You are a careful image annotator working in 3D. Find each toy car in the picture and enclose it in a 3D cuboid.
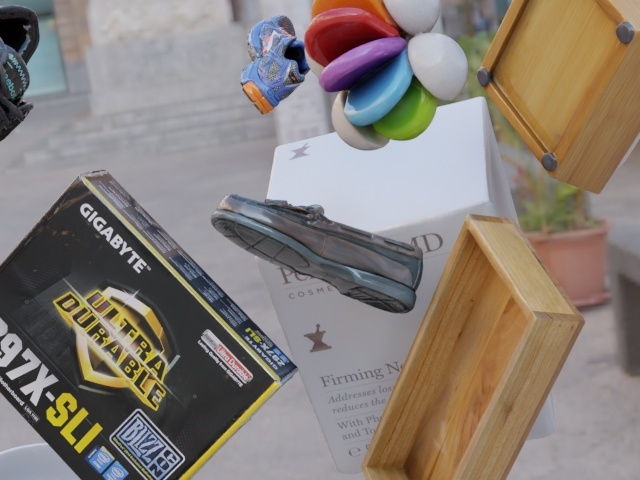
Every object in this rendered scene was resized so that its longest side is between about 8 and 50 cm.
[{"bbox_3d":[0.049,-0.187,1.413,0.159,0.182,0.136,-31,-17,33],"label":"toy car"}]

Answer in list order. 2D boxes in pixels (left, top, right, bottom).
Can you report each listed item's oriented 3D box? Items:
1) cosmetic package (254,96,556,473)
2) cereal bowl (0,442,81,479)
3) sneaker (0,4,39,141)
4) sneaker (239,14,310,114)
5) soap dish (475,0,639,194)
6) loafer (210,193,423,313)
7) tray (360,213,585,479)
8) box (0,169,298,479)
[{"bbox_3d":[0.129,0.063,1.976,0.329,0.394,0.327,-13,29,12],"label":"cosmetic package"},{"bbox_3d":[-0.346,0.439,1.795,0.338,0.141,0.339,10,41,-9],"label":"cereal bowl"},{"bbox_3d":[-0.248,-0.091,0.882,0.106,0.101,0.267,-11,34,5],"label":"sneaker"},{"bbox_3d":[-0.050,-0.252,1.914,0.087,0.083,0.221,-25,32,19],"label":"sneaker"},{"bbox_3d":[0.316,-0.228,1.658,0.118,0.229,0.291,-12,-35,-30],"label":"soap dish"},{"bbox_3d":[0.000,0.000,1.623,0.267,0.084,0.096,26,-20,-16],"label":"loafer"},{"bbox_3d":[0.174,0.196,1.671,0.076,0.411,0.203,5,33,-24],"label":"tray"},{"bbox_3d":[-0.226,0.123,1.542,0.257,0.322,0.079,-46,-7,17],"label":"box"}]
